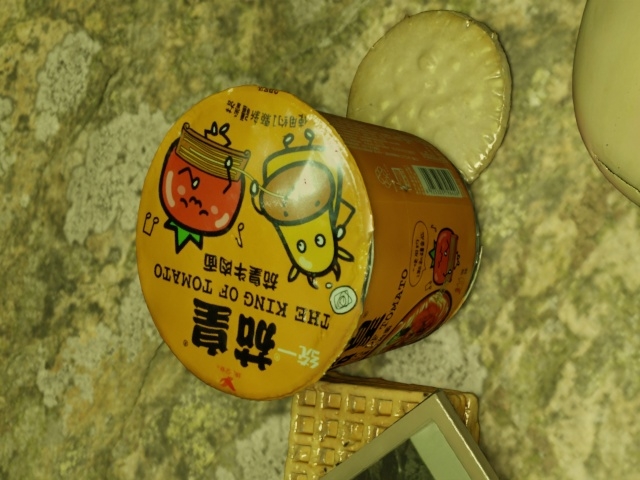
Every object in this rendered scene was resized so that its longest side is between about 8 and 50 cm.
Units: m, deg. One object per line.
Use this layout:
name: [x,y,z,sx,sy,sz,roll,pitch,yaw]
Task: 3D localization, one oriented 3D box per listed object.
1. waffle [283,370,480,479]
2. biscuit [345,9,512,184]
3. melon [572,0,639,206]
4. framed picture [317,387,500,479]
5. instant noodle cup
waffle: [0.044,0.154,1.165,0.148,0.042,0.102,5,86,35]
biscuit: [0.080,-0.103,1.194,0.152,0.020,0.152,-6,80,34]
melon: [0.281,-0.152,0.935,0.223,0.223,0.317,45,109,32]
framed picture: [0.043,0.263,1.131,0.281,0.019,0.209,-42,73,29]
instant noodle cup: [0.000,0.000,1.129,0.216,0.172,0.215,1,92,39]
